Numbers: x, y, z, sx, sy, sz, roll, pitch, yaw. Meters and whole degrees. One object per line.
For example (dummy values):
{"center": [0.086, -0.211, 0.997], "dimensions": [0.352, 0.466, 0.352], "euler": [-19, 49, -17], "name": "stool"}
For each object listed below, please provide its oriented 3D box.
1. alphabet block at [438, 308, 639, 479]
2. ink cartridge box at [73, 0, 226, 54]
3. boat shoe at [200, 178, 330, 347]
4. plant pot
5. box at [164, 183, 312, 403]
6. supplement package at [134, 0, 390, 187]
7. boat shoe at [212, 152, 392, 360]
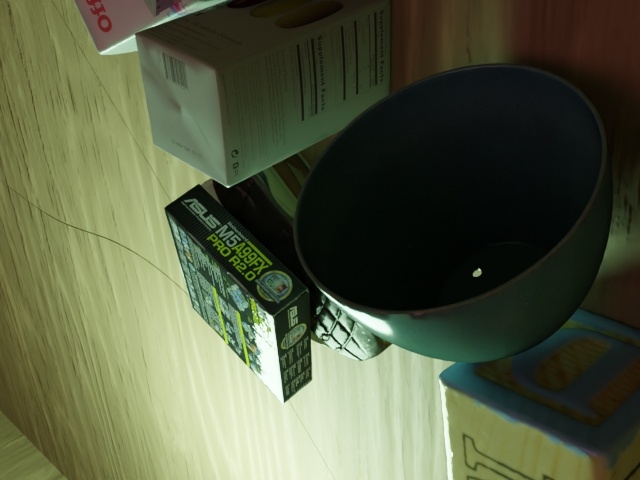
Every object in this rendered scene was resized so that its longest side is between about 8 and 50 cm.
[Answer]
{"center": [0.254, 0.205, 0.918], "dimensions": [0.193, 0.192, 0.197], "euler": [23, 130, 45], "name": "alphabet block"}
{"center": [-0.155, -0.351, 0.993], "dimensions": [0.278, 0.117, 0.201], "euler": [-21, 99, 23], "name": "ink cartridge box"}
{"center": [-0.046, 0.029, 1.293], "dimensions": [0.319, 0.116, 0.099], "euler": [42, -174, 15], "name": "boat shoe"}
{"center": [0.145, 0.003, 0.868], "dimensions": [0.290, 0.290, 0.195], "euler": [22, 156, 43], "name": "plant pot"}
{"center": [-0.104, 0.079, 1.219], "dimensions": [0.216, 0.060, 0.270], "euler": [42, 157, 24], "name": "box"}
{"center": [-0.054, -0.183, 0.981], "dimensions": [0.139, 0.244, 0.134], "euler": [29, 136, 37], "name": "supplement package"}
{"center": [0.000, 0.000, 1.164], "dimensions": [0.122, 0.120, 0.324], "euler": [-23, 104, 49], "name": "boat shoe"}
